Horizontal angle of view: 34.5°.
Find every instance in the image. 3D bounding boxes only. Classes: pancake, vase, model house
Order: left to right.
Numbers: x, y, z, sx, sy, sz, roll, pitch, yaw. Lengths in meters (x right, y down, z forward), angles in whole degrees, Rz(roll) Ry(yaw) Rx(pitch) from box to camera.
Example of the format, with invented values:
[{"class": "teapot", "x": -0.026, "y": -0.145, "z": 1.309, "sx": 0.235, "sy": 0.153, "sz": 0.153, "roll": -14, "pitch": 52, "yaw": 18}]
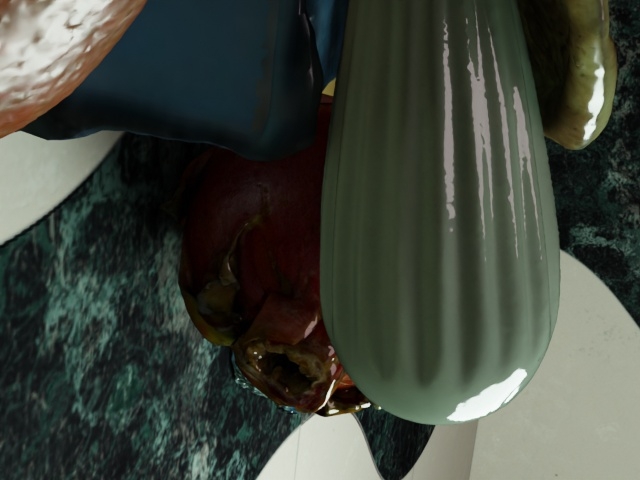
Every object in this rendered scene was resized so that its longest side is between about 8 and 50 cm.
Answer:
[{"class": "model house", "x": -0.060, "y": -0.204, "z": 0.598, "sx": 0.303, "sy": 0.215, "sz": 0.237, "roll": -56, "pitch": 153, "yaw": -61}, {"class": "vase", "x": 0.058, "y": -0.028, "z": 0.518, "sx": 0.128, "sy": 0.128, "sz": 0.248, "roll": -55, "pitch": 147, "yaw": -49}, {"class": "pancake", "x": 0.089, "y": -0.161, "z": 0.495, "sx": 0.250, "sy": 0.031, "sz": 0.250, "roll": 162, "pitch": -90, "yaw": -89}]

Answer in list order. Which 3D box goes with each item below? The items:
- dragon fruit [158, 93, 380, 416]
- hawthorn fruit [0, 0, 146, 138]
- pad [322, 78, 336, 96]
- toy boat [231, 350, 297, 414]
[{"class": "dragon fruit", "x": -0.001, "y": 0.001, "z": 0.821, "sx": 0.315, "sy": 0.250, "sz": 0.250, "roll": -26, "pitch": 125, "yaw": -64}, {"class": "hawthorn fruit", "x": -0.165, "y": -0.113, "z": 0.396, "sx": 0.251, "sy": 0.199, "sz": 0.199, "roll": -59, "pitch": 167, "yaw": 19}, {"class": "pad", "x": 0.053, "y": -0.181, "z": 1.143, "sx": 0.315, "sy": 0.063, "sz": 0.376, "roll": -48, "pitch": 145, "yaw": -57}, {"class": "toy boat", "x": -0.023, "y": 0.111, "z": 1.038, "sx": 0.238, "sy": 0.098, "sz": 0.109, "roll": 60, "pitch": 42, "yaw": -62}]
